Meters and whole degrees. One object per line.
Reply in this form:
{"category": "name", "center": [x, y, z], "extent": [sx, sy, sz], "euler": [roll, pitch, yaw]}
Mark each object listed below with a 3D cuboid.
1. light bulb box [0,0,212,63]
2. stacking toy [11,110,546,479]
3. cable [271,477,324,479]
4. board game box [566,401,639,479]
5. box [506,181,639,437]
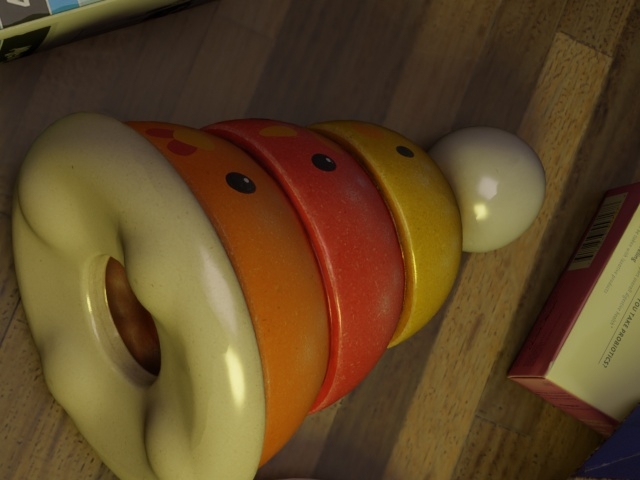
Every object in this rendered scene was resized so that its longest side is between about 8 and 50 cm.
{"category": "light bulb box", "center": [-0.278, -0.342, 1.671], "extent": [0.361, 0.225, 0.358], "euler": [-19, 91, -14]}
{"category": "stacking toy", "center": [0.000, 0.000, 1.720], "extent": [0.480, 0.350, 0.350], "euler": [-22, 92, -32]}
{"category": "cable", "center": [-0.022, 0.342, 1.759], "extent": [0.257, 0.089, 0.257], "euler": [-3, 88, -14]}
{"category": "board game box", "center": [0.380, 0.295, 1.674], "extent": [0.141, 0.232, 0.291], "euler": [-38, 115, -41]}
{"category": "box", "center": [0.340, 0.097, 1.841], "extent": [0.243, 0.117, 0.213], "euler": [31, 80, -9]}
